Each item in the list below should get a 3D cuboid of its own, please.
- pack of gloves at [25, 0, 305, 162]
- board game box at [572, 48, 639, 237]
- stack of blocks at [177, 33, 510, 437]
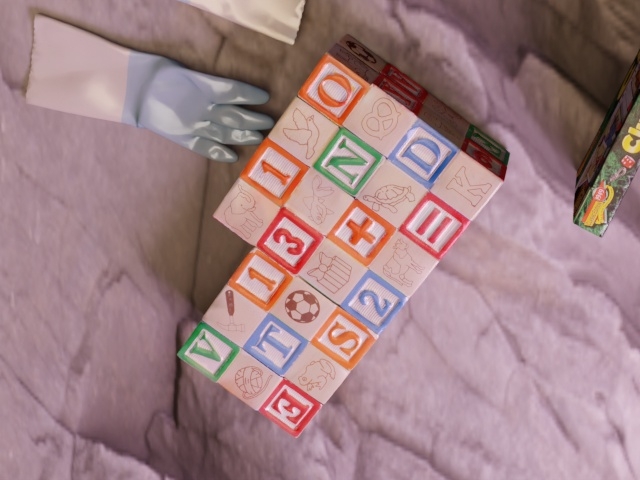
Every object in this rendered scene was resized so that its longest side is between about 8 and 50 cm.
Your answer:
[{"bbox_3d":[-0.138,-0.172,0.997,0.232,0.046,0.195,17,111,10],"label":"pack of gloves"},{"bbox_3d":[0.253,-0.138,0.881,0.030,0.136,0.259,25,112,6],"label":"board game box"},{"bbox_3d":[0.000,0.000,1.012,0.171,0.087,0.297,36,113,-2],"label":"stack of blocks"}]
